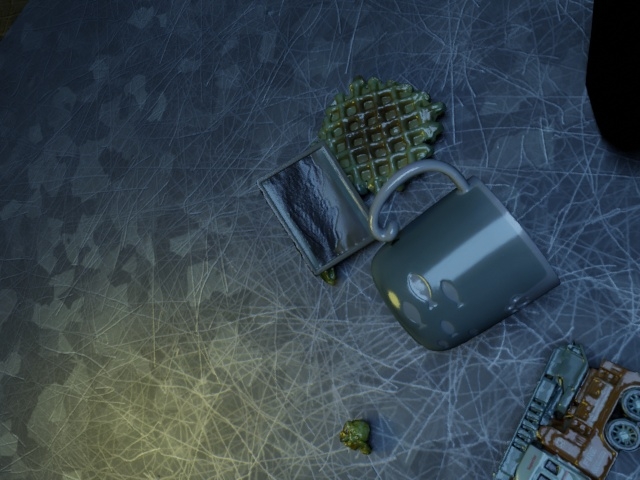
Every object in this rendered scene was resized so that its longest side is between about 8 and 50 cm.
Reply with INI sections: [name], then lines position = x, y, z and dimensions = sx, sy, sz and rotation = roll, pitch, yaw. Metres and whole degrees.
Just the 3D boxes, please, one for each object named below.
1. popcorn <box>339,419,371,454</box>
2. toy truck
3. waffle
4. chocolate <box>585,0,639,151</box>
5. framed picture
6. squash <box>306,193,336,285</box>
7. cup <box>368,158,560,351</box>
[popcorn]
position = 0.080, 0.422, 1.064
dimensions = 0.068, 0.059, 0.083
rotation = -40, 75, 9
[toy truck]
position = 0.446, 0.363, 0.895
dimensions = 0.185, 0.133, 0.338
rotation = 28, 86, 35
[waffle]
position = 0.131, -0.252, 1.201
dimensions = 0.309, 0.056, 0.291
rotation = 29, 90, 26
[chocolate]
position = 0.698, -0.353, 0.855
dimensions = 0.332, 0.383, 0.383
rotation = -9, 74, 8
[framed picture]
position = -0.002, -0.074, 1.150
dimensions = 0.192, 0.018, 0.265
rotation = -33, 88, -6
[squash]
position = 0.000, 0.000, 1.187
dimensions = 0.095, 0.094, 0.224
rotation = -16, 79, 18
[cup]
position = 0.229, 0.022, 0.951
dimensions = 0.275, 0.259, 0.356
rotation = -39, 108, 13
